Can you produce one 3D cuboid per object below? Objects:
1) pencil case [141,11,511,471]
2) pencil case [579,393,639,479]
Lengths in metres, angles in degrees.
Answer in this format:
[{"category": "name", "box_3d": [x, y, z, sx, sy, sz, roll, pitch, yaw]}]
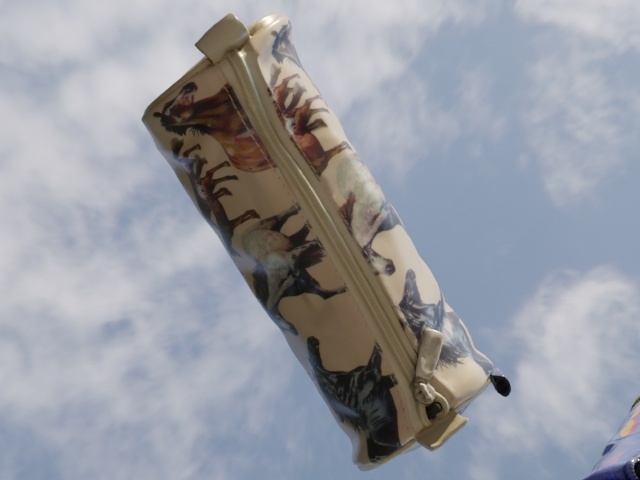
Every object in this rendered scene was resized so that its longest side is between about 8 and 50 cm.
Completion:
[{"category": "pencil case", "box_3d": [0.000, 0.000, 1.292, 0.160, 0.183, 0.410, -33, -86, -22]}, {"category": "pencil case", "box_3d": [0.211, 0.158, 0.873, 0.119, 0.306, 0.133, 11, -78, 22]}]
